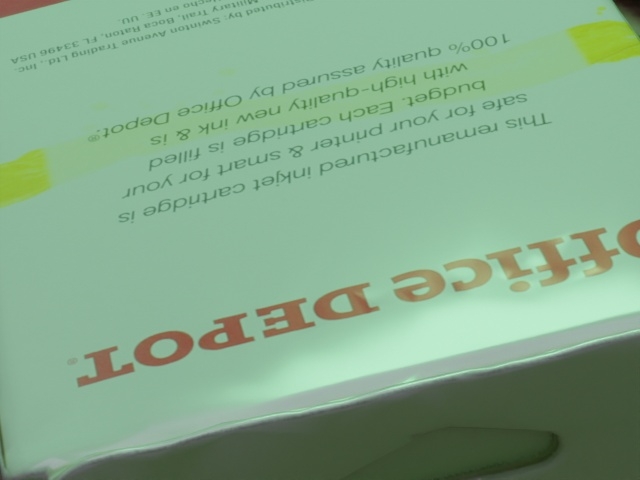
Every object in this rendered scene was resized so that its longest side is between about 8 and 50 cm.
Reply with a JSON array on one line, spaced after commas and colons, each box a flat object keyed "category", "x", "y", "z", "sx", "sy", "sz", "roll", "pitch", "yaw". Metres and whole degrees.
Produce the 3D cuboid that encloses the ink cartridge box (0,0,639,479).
[{"category": "ink cartridge box", "x": 0.000, "y": 0.000, "z": 0.803, "sx": 0.279, "sy": 0.160, "sz": 0.384, "roll": -13, "pitch": 36, "yaw": -6}]
